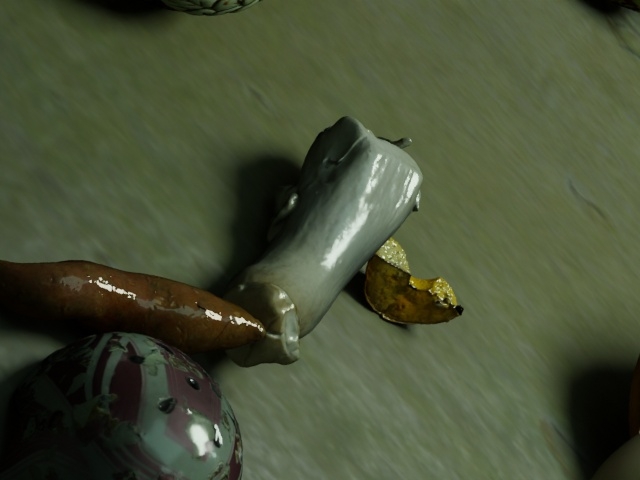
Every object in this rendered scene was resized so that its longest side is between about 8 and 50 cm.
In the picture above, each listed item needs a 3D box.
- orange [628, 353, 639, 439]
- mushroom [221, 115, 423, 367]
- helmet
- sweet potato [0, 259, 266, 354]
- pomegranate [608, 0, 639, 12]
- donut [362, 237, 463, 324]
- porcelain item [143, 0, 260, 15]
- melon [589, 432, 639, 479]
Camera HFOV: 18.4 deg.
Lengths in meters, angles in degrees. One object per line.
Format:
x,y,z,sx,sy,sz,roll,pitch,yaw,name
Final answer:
0.423,0.137,1.685,0.274,0.310,0.274,54,17,-24,orange
-0.001,0.001,1.479,0.099,0.096,0.278,37,46,-3,mushroom
-0.110,0.125,1.244,0.153,0.107,0.177,32,41,-23,helmet
-0.131,0.046,1.322,0.202,0.058,0.055,13,26,-29,sweet potato
0.354,-0.323,2.094,0.204,0.276,0.222,14,62,9,pomegranate
0.073,0.032,1.563,0.083,0.067,0.038,3,32,-8,donut
-0.081,-0.305,1.525,0.253,0.253,0.253,29,43,-30,porcelain item
0.278,0.276,1.451,0.223,0.223,0.317,39,38,-20,melon
